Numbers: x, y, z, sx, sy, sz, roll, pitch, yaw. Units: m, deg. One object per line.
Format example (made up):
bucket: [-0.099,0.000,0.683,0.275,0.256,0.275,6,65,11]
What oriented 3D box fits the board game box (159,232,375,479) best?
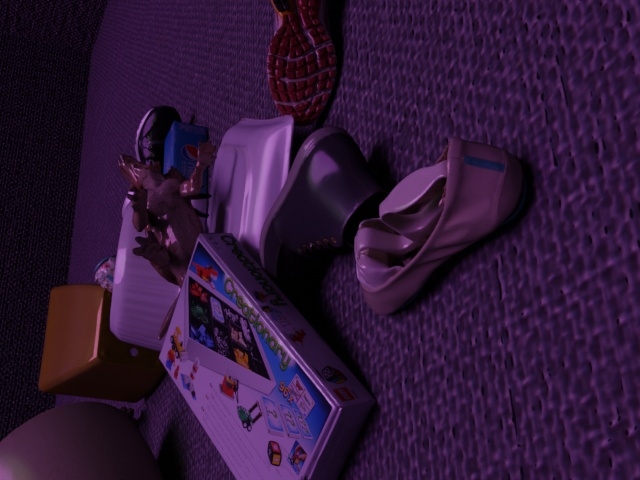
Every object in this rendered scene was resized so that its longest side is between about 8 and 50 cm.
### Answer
board game box: [-0.076,0.153,0.915,0.305,0.053,0.193,46,125,40]

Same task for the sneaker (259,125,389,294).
sneaker: [0.000,0.000,0.879,0.118,0.083,0.222,58,142,41]

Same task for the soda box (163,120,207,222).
soda box: [-0.252,-0.114,1.516,0.071,0.067,0.210,133,141,-52]

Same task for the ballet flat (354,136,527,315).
ballet flat: [0.076,-0.008,0.708,0.248,0.086,0.086,131,142,-51]

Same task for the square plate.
square plate: [-0.116,0.000,1.124,0.344,0.049,0.347,-155,71,-73]

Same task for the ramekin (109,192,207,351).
ramekin: [-0.263,0.050,1.327,0.273,0.127,0.272,-172,90,-81]

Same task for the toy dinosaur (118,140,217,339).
toy dinosaur: [-0.197,-0.006,1.120,0.200,0.127,0.295,122,138,-70]

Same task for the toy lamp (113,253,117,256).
toy lamp: [-0.349,0.001,1.628,0.274,0.080,0.080,-50,36,28]

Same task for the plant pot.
plant pot: [-0.397,0.189,1.583,0.187,0.212,0.212,-23,59,47]

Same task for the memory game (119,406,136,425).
memory game: [-0.424,0.419,1.634,0.186,0.012,0.186,22,-90,-76]

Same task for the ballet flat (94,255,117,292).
ballet flat: [-0.333,0.066,1.532,0.077,0.241,0.091,44,109,12]

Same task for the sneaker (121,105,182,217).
sneaker: [-0.322,-0.131,1.678,0.124,0.107,0.283,41,123,47]

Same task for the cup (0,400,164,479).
cup: [-0.370,0.462,1.316,0.237,0.331,0.331,27,107,38]

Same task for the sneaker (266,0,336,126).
sneaker: [-0.019,-0.257,1.046,0.093,0.088,0.225,36,-126,-82]
